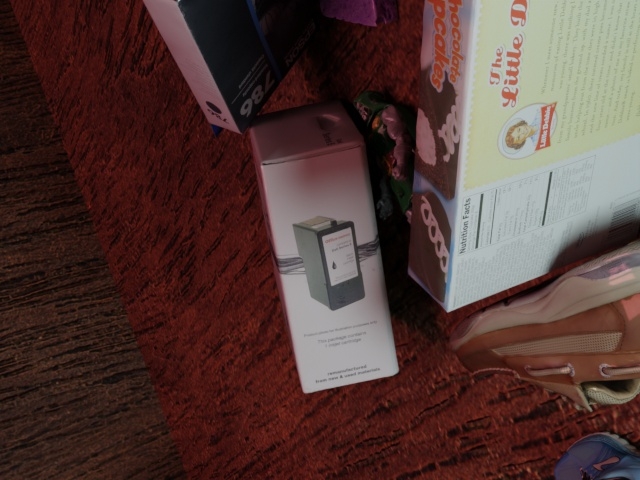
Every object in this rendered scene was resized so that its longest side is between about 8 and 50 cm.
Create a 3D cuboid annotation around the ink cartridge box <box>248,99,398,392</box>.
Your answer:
[{"bbox_3d":[0.000,0.000,1.222,0.198,0.115,0.273,-112,11,-68],"label":"ink cartridge box"}]

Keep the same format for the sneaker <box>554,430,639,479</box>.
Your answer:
[{"bbox_3d":[0.249,0.209,0.942,0.162,0.073,0.063,-16,93,67],"label":"sneaker"}]

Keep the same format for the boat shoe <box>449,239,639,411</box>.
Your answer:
[{"bbox_3d":[0.209,0.085,0.884,0.116,0.123,0.324,66,158,7],"label":"boat shoe"}]

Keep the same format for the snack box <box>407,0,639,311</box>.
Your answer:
[{"bbox_3d":[0.159,-0.114,0.753,0.060,0.187,0.322,47,147,44],"label":"snack box"}]

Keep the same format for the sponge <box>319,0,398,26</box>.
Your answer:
[{"bbox_3d":[0.024,-0.327,1.095,0.117,0.031,0.210,29,133,58],"label":"sponge"}]

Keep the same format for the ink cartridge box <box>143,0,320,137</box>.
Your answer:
[{"bbox_3d":[-0.082,-0.231,1.152,0.065,0.165,0.333,31,167,18],"label":"ink cartridge box"}]

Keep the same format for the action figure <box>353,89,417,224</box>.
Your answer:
[{"bbox_3d":[0.093,-0.059,1.113,0.137,0.063,0.232,109,140,-60],"label":"action figure"}]
